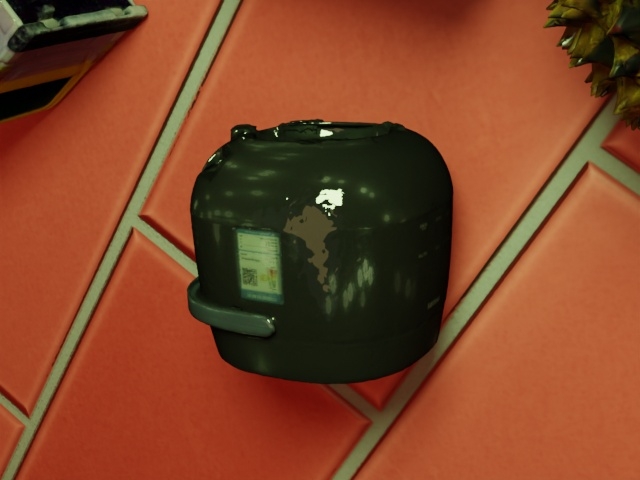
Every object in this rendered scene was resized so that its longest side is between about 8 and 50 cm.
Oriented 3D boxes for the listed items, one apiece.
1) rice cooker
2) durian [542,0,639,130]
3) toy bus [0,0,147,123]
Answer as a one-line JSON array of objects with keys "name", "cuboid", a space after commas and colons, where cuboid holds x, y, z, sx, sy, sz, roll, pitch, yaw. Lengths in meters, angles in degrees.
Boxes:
[{"name": "rice cooker", "cuboid": [0.000, 0.000, 0.923, 0.267, 0.267, 0.224, 4, 107, 26]}, {"name": "durian", "cuboid": [0.284, -0.232, 0.629, 0.347, 0.347, 0.384, -23, 115, 31]}, {"name": "toy bus", "cuboid": [-0.432, -0.356, 1.052, 0.249, 0.209, 0.440, -36, 90, 33]}]
